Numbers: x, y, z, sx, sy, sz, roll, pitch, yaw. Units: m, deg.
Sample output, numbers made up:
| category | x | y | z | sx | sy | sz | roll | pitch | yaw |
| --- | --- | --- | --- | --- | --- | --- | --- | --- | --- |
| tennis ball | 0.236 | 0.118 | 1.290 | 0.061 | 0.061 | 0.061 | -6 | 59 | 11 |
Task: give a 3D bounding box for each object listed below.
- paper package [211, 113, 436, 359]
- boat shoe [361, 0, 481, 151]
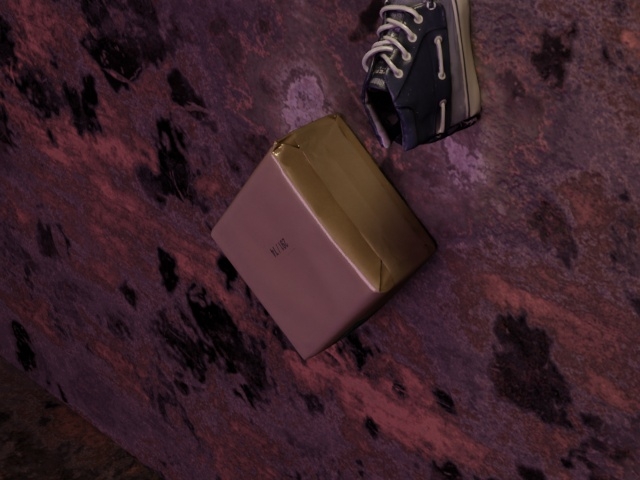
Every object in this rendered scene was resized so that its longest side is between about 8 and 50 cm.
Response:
| category | x | y | z | sx | sy | sz | roll | pitch | yaw |
| --- | --- | --- | --- | --- | --- | --- | --- | --- | --- |
| paper package | 0.000 | 0.000 | 2.322 | 0.309 | 0.168 | 0.325 | 54 | 146 | 8 |
| boat shoe | 0.125 | -0.289 | 1.929 | 0.127 | 0.158 | 0.340 | 10 | 124 | 49 |
